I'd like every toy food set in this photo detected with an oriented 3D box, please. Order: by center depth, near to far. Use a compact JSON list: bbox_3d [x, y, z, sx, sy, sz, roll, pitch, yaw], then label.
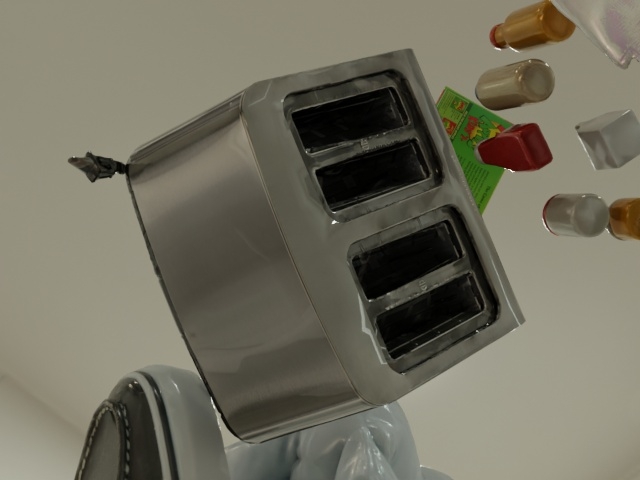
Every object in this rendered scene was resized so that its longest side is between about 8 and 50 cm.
[{"bbox_3d":[0.210,-0.092,0.980,0.111,0.104,0.232,-34,-78,-15],"label":"toy food set"}]

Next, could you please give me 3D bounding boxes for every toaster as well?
[{"bbox_3d":[0.000,0.000,0.556,0.110,0.186,0.168,-24,-93,45],"label":"toaster"}]

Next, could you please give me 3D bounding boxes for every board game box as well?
[{"bbox_3d":[0.119,-0.053,1.051,0.092,0.181,0.043,30,-23,0],"label":"board game box"}]

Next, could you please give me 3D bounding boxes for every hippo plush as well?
[{"bbox_3d":[0.034,0.259,0.999,0.234,0.294,0.236,-22,-50,25],"label":"hippo plush"}]

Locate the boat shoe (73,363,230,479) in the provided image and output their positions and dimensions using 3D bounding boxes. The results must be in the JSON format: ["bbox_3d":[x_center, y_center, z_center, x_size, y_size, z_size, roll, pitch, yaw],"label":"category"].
[{"bbox_3d":[-0.122,0.219,0.534,0.119,0.335,0.121,15,-24,-26],"label":"boat shoe"}]

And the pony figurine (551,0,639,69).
[{"bbox_3d":[0.222,-0.311,0.722,0.351,0.364,0.302,43,-51,32],"label":"pony figurine"}]
